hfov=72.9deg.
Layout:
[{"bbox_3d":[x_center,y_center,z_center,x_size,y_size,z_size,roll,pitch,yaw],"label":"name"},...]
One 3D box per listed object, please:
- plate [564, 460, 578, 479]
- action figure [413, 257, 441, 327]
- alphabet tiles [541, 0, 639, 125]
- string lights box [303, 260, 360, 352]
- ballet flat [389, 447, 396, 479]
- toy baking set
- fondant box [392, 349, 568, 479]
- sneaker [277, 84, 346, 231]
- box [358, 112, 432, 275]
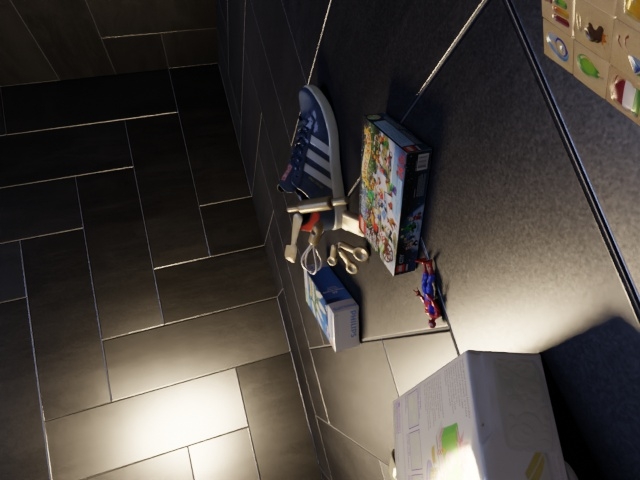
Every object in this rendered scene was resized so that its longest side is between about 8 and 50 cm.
[{"bbox_3d":[0.249,0.421,0.509,0.277,0.045,0.278,104,175,-59],"label":"plate"},{"bbox_3d":[0.175,0.088,0.706,0.038,0.030,0.115,-172,68,-69],"label":"action figure"},{"bbox_3d":[0.188,-0.153,0.246,0.237,0.009,0.198,46,-164,-52],"label":"alphabet tiles"},{"bbox_3d":[0.029,0.180,1.236,0.259,0.077,0.133,-128,31,-59],"label":"string lights box"},{"bbox_3d":[0.200,0.493,0.865,0.248,0.086,0.086,-177,74,-76],"label":"ballet flat"},{"bbox_3d":[-0.001,-0.006,0.989,0.256,0.030,0.196,-1,116,33],"label":"toy baking set"},{"bbox_3d":[0.186,0.307,0.573,0.330,0.096,0.238,101,172,-60],"label":"fondant box"},{"bbox_3d":[-0.037,-0.186,1.032,0.131,0.148,0.350,-161,60,-73],"label":"sneaker"},{"bbox_3d":[0.118,-0.078,0.743,0.159,0.044,0.233,-121,23,-50],"label":"box"}]
